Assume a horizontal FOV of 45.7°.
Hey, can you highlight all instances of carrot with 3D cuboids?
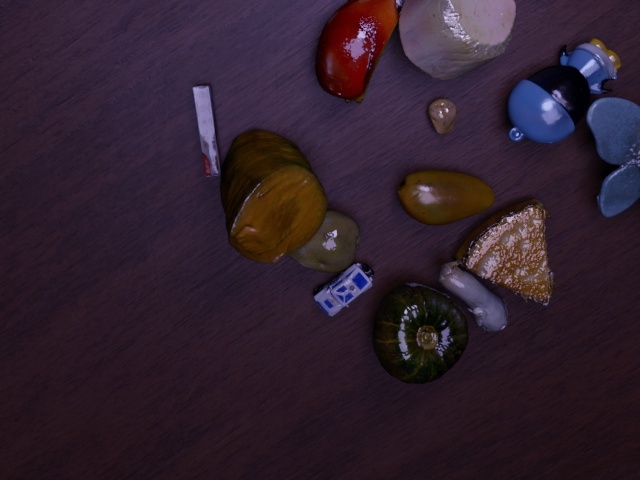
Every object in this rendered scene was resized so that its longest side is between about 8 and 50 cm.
[{"bbox_3d":[-0.111,-0.097,1.761,0.242,0.340,0.241,-7,123,-10],"label":"carrot"}]

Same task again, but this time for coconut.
[{"bbox_3d":[0.296,-0.485,1.707,0.239,0.244,0.239,2,84,-25],"label":"coconut"}]

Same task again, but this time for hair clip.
[{"bbox_3d":[0.846,-0.182,1.789,0.392,0.238,0.318,-11,116,-21],"label":"hair clip"}]

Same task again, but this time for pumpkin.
[{"bbox_3d":[0.245,0.240,1.959,0.260,0.189,0.260,0,89,-19],"label":"pumpkin"}]

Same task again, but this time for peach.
[{"bbox_3d":[0.078,-0.449,1.728,0.159,0.154,0.267,24,114,-7],"label":"peach"}]

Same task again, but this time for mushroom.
[{"bbox_3d":[0.400,0.147,1.956,0.099,0.096,0.278,-47,124,2],"label":"mushroom"}]

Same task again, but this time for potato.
[{"bbox_3d":[0.000,0.000,1.891,0.194,0.157,0.157,5,107,8],"label":"potato"},{"bbox_3d":[0.298,-0.303,1.855,0.068,0.062,0.083,-1,130,12],"label":"potato"}]

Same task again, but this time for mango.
[{"bbox_3d":[0.312,-0.104,1.888,0.254,0.113,0.138,2,103,-12],"label":"mango"}]

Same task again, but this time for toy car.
[{"bbox_3d":[0.065,0.123,1.961,0.171,0.070,0.080,-38,105,9],"label":"toy car"}]

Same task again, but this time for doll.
[{"bbox_3d":[0.570,-0.346,1.816,0.314,0.141,0.177,-41,74,-2],"label":"doll"}]

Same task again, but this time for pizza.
[{"bbox_3d":[0.522,0.020,1.958,0.288,0.074,0.251,29,104,-13],"label":"pizza"}]

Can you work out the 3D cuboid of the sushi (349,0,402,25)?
[{"bbox_3d":[0.128,-0.566,1.776,0.126,0.026,0.120,4,112,1],"label":"sushi"}]

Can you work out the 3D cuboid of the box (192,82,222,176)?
[{"bbox_3d":[-0.270,-0.265,1.827,0.040,0.055,0.218,-6,107,0],"label":"box"}]
